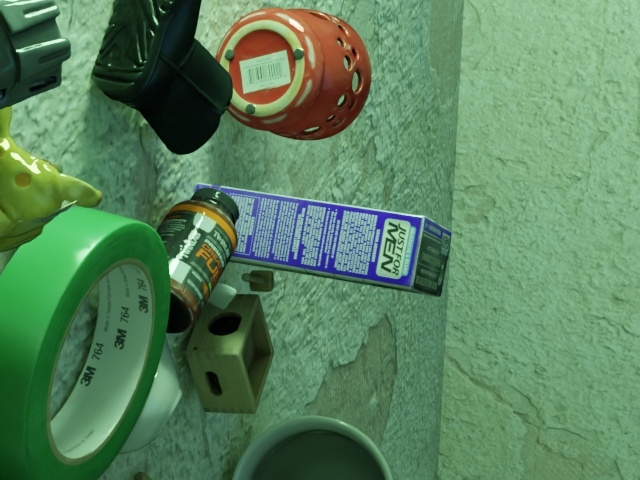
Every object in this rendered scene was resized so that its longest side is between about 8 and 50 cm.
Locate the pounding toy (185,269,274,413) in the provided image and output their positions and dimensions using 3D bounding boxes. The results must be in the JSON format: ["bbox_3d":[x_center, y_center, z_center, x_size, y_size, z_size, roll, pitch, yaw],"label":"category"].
[{"bbox_3d":[-0.134,0.121,1.786,0.206,0.094,0.181,-74,158,-48],"label":"pounding toy"}]

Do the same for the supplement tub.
[{"bbox_3d":[-0.175,0.019,1.572,0.106,0.106,0.198,81,26,-45],"label":"supplement tub"}]

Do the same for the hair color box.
[{"bbox_3d":[0.000,0.000,1.709,0.185,0.339,0.110,20,81,-71],"label":"hair color box"}]

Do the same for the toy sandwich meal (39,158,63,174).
[{"bbox_3d":[-0.299,-0.046,1.286,0.085,0.029,0.085,10,90,-72],"label":"toy sandwich meal"}]

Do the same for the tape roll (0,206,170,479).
[{"bbox_3d":[-0.273,0.125,1.339,0.321,0.077,0.321,16,90,-74],"label":"tape roll"}]

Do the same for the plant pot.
[{"bbox_3d":[-0.045,-0.241,1.702,0.174,0.191,0.191,0,100,-65],"label":"plant pot"}]

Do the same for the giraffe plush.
[{"bbox_3d":[-0.315,-0.075,1.055,0.181,0.210,0.170,-24,91,-59],"label":"giraffe plush"}]

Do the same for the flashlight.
[{"bbox_3d":[-0.332,-0.131,0.907,0.304,0.103,0.103,-33,166,-43],"label":"flashlight"}]

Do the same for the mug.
[{"bbox_3d":[-0.026,0.494,2.085,0.374,0.276,0.328,-46,164,-5],"label":"mug"}]

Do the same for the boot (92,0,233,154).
[{"bbox_3d":[-0.169,-0.245,1.461,0.246,0.094,0.207,-70,157,-9],"label":"boot"}]

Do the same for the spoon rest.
[{"bbox_3d":[-0.208,0.161,1.582,0.137,0.084,0.276,-51,-171,54],"label":"spoon rest"}]

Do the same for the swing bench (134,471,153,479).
[{"bbox_3d":[-0.202,0.500,1.669,0.254,0.165,0.253,81,25,-57],"label":"swing bench"}]
